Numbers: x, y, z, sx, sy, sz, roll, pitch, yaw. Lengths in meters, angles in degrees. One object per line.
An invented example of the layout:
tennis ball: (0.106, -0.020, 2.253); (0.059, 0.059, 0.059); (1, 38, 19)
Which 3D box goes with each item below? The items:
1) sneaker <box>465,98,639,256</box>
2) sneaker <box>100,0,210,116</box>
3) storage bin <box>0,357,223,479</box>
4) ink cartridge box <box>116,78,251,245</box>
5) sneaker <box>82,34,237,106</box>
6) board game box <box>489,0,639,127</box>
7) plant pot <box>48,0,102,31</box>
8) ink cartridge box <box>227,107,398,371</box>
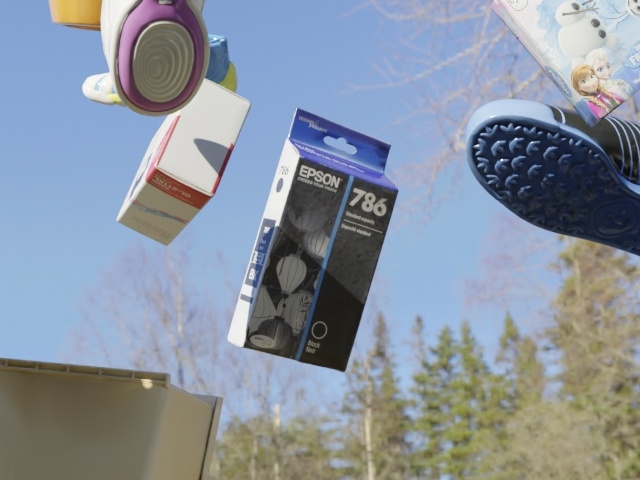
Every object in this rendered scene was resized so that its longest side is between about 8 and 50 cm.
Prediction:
sneaker: (0.201, -0.052, 0.674); (0.232, 0.090, 0.081); (23, -51, -19)
sneaker: (-0.148, -0.273, 0.834); (0.114, 0.152, 0.305); (6, -69, -26)
storage bin: (-0.261, 0.262, 0.935); (0.261, 0.262, 0.123); (2, -20, 18)
ink cartridge box: (-0.158, -0.085, 1.057); (0.072, 0.127, 0.175); (26, -28, -16)
sneaker: (-0.249, -0.278, 1.453); (0.240, 0.091, 0.126); (-5, -66, -14)
board game box: (0.158, -0.125, 0.521); (0.090, 0.090, 0.020); (-38, -5, -7)
plant pot: (-0.276, -0.367, 1.207); (0.205, 0.187, 0.205); (5, 8, -1)
ink cartridge box: (0.000, 0.000, 1.268); (0.165, 0.332, 0.065); (16, -4, -26)
